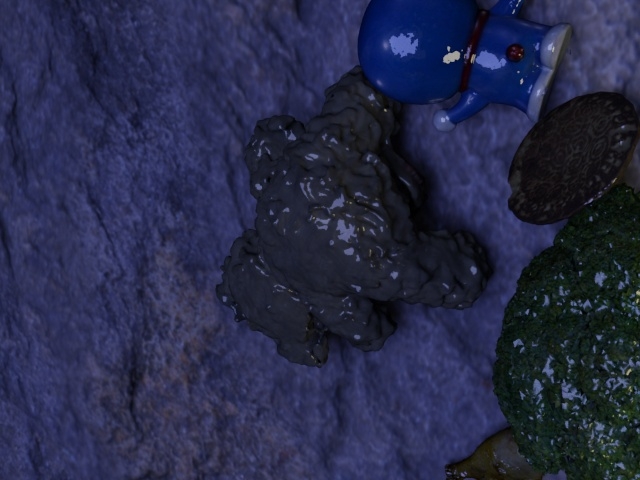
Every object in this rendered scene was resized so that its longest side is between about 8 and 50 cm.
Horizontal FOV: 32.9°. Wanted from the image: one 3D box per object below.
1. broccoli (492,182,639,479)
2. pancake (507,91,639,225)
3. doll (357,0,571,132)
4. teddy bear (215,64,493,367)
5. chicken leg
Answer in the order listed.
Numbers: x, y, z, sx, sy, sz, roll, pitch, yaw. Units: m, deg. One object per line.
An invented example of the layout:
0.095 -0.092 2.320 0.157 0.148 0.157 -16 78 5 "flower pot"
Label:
0.350 0.134 1.230 0.310 0.321 0.413 -8 80 22 "broccoli"
0.295 -0.099 1.286 0.021 0.199 0.199 34 124 -27 "pancake"
0.176 -0.240 1.338 0.257 0.161 0.215 19 96 8 "doll"
0.000 0.000 1.472 0.367 0.224 0.357 -35 84 45 "teddy bear"
0.239 0.303 1.456 0.178 0.070 0.093 -27 93 38 "chicken leg"
